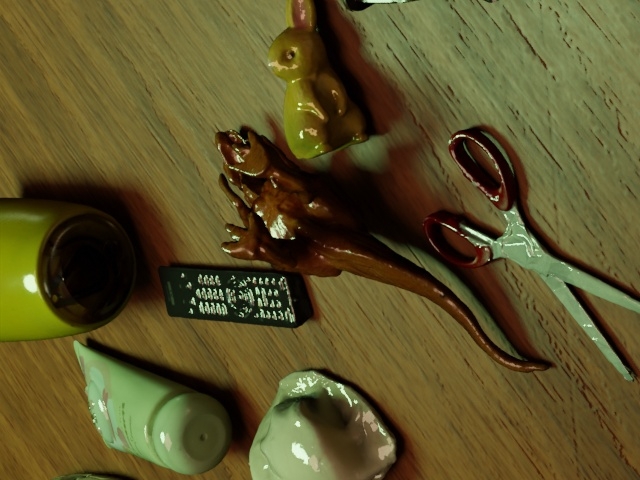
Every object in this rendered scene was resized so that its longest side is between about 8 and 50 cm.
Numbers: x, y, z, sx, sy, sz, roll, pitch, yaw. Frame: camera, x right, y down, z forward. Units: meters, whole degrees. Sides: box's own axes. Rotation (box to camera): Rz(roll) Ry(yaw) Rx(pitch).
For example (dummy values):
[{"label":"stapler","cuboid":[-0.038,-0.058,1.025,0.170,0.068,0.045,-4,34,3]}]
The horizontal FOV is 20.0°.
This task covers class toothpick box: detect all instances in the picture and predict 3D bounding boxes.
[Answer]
[{"label":"toothpick box","cuboid":[-0.338,0.034,2.114,0.271,0.175,0.175,-2,110,48]}]

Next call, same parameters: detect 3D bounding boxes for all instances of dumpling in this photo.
[{"label":"dumpling","cuboid":[-0.007,0.206,1.883,0.176,0.092,0.150,-30,73,60]}]

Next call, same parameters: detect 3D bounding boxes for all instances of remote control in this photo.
[{"label":"remote control","cuboid":[-0.098,0.058,1.950,0.245,0.025,0.063,3,113,51]}]

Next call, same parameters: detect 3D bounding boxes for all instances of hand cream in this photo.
[{"label":"hand cream","cuboid":[-0.207,0.203,2.141,0.306,0.093,0.147,10,120,59]}]

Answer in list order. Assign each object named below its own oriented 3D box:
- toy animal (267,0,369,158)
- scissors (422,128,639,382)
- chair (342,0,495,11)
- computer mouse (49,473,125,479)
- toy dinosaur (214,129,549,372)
[{"label":"toy animal","cuboid":[-0.016,-0.156,1.681,0.083,0.070,0.159,-5,103,55]},{"label":"scissors","cuboid":[0.191,0.018,1.572,0.247,0.017,0.144,41,140,26]},{"label":"chair","cuboid":[0.058,-0.281,1.412,0.319,0.186,0.160,8,123,47]},{"label":"computer mouse","cuboid":[-0.298,0.374,2.353,0.236,0.082,0.145,-6,106,54]},{"label":"toy dinosaur","cuboid":[0.000,0.000,1.672,0.432,0.208,0.097,41,99,36]}]
